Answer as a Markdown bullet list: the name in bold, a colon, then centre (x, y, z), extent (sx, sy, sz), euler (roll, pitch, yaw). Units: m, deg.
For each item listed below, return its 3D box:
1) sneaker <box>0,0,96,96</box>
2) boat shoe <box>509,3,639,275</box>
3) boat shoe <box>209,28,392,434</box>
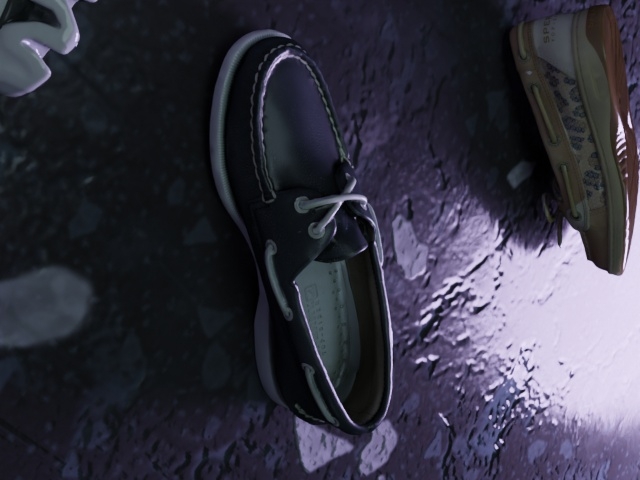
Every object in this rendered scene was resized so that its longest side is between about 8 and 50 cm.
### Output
- **sneaker**: centre (-0.140, -0.226, 0.461), extent (0.118, 0.110, 0.292), euler (27, 83, -33)
- **boat shoe**: centre (0.250, -0.088, 0.855), extent (0.104, 0.089, 0.285), euler (-59, 140, -47)
- **boat shoe**: centre (0.000, 0.000, 0.646), extent (0.114, 0.091, 0.302), euler (-29, 119, -32)
